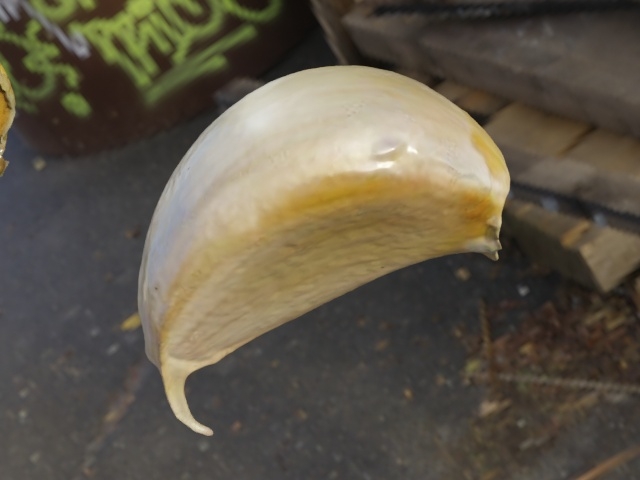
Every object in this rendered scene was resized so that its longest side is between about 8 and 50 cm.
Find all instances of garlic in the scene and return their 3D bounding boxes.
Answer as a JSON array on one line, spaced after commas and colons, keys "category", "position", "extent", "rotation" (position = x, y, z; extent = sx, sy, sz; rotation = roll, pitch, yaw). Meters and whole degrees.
[{"category": "garlic", "position": [-0.012, -0.009, 0.931], "extent": [0.245, 0.164, 0.145], "rotation": [-31, 14, 4]}]

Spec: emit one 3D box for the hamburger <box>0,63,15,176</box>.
[{"category": "hamburger", "position": [-0.226, -0.038, 0.587], "extent": [0.214, 0.213, 0.108], "rotation": [-38, 56, -4]}]
